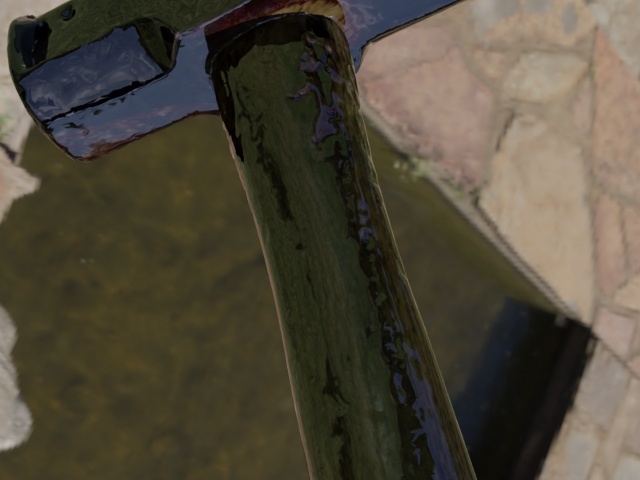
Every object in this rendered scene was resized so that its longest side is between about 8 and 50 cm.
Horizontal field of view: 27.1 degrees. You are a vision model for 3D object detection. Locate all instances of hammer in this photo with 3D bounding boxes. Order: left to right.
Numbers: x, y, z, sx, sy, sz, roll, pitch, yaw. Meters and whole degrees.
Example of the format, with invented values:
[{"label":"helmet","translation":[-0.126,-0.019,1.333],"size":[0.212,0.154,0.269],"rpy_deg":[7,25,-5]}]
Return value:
[{"label":"hammer","translation":[0.000,0.000,0.582],"size":[0.095,0.243,0.408],"rpy_deg":[46,24,-53]}]
